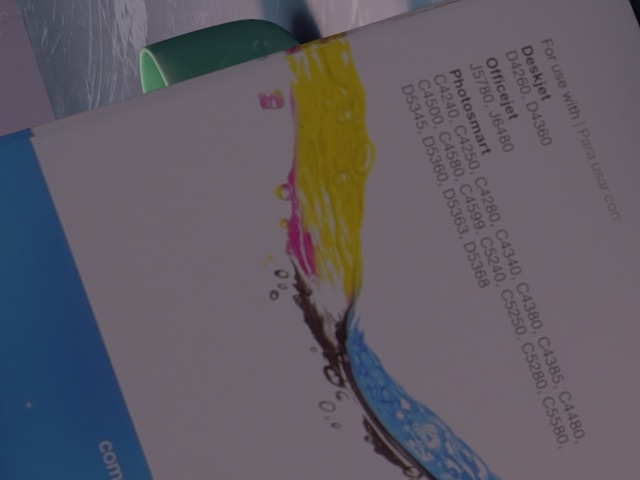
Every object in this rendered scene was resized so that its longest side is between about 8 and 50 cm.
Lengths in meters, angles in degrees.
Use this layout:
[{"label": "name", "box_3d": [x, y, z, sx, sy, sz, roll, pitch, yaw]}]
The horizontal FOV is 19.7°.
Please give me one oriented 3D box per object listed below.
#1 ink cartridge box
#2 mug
[{"label": "ink cartridge box", "box_3d": [-0.004, 0.048, 0.677, 0.198, 0.270, 0.197, 124, 126, -75]}, {"label": "mug", "box_3d": [-0.042, -0.058, 1.125, 0.129, 0.097, 0.158, -121, 17, -47]}]
